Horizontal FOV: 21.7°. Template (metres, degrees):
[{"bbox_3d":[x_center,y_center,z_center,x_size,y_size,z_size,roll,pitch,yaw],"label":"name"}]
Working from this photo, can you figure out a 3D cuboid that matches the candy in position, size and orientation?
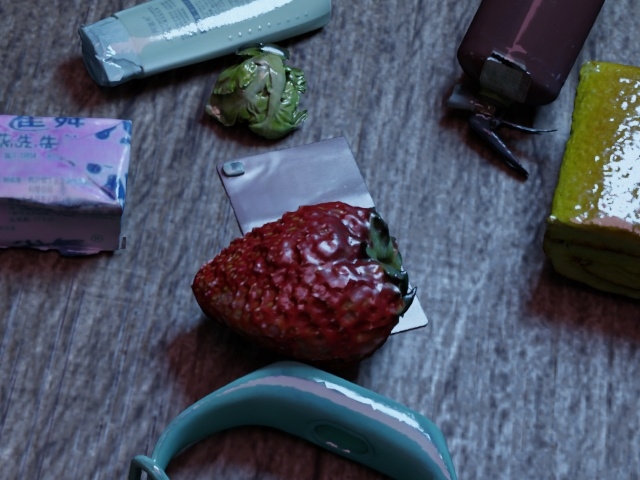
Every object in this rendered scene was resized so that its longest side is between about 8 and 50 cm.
[{"bbox_3d":[-0.224,-0.044,1.258,0.160,0.073,0.092,1,58,-7],"label":"candy"}]

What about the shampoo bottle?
[{"bbox_3d":[-0.094,-0.180,1.381,0.212,0.049,0.072,-19,65,-21],"label":"shampoo bottle"}]

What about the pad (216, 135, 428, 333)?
[{"bbox_3d":[0.000,0.000,1.301,0.113,0.006,0.188,-13,60,-17],"label":"pad"}]

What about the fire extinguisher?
[{"bbox_3d":[0.188,-0.194,1.368,0.104,0.105,0.269,26,87,9],"label":"fire extinguisher"}]

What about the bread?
[{"bbox_3d":[0.247,-0.047,1.309,0.132,0.103,0.172,15,57,2],"label":"bread"}]

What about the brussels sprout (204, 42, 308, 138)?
[{"bbox_3d":[-0.046,-0.128,1.352,0.085,0.058,0.085,13,42,-12],"label":"brussels sprout"}]

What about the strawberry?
[{"bbox_3d":[-0.008,0.039,1.209,0.148,0.131,0.131,-27,61,4],"label":"strawberry"}]

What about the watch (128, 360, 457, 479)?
[{"bbox_3d":[-0.013,0.185,1.145,0.237,0.068,0.195,25,59,4],"label":"watch"}]
